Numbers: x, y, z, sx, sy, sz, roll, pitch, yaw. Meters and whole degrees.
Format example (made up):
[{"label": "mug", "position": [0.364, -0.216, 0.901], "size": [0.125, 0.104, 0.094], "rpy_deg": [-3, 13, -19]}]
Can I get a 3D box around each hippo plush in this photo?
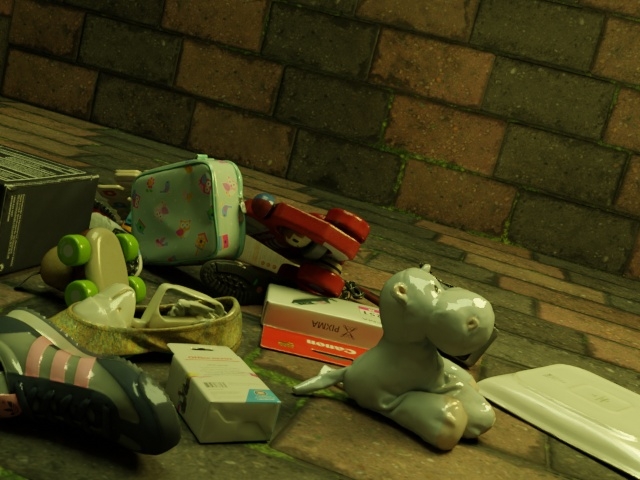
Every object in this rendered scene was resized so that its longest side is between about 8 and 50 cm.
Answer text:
[{"label": "hippo plush", "position": [0.157, 0.158, 1.256], "size": [0.294, 0.236, 0.234], "rpy_deg": [19, 12, 20]}]

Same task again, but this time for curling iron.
[{"label": "curling iron", "position": [0.150, 0.160, 1.773], "size": [0.274, 0.035, 0.068], "rpy_deg": [27, 38, 32]}]

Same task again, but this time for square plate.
[{"label": "square plate", "position": [0.502, 0.308, 1.450], "size": [0.344, 0.049, 0.347], "rpy_deg": [25, 15, 40]}]

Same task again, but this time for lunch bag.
[{"label": "lunch bag", "position": [-0.275, -0.059, 1.660], "size": [0.279, 0.224, 0.108], "rpy_deg": [-6, -6, 37]}]

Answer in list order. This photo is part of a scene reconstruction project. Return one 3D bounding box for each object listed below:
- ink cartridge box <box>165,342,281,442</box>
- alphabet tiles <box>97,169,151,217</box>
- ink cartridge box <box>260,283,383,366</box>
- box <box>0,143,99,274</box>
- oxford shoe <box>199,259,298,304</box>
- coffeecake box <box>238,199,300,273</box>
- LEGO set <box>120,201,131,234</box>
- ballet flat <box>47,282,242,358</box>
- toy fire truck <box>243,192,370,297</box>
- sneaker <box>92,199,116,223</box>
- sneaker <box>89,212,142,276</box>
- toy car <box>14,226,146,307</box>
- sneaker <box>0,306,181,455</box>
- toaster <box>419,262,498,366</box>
[{"label": "ink cartridge box", "position": [-0.143, 0.205, 1.091], "size": [0.104, 0.061, 0.181], "rpy_deg": [8, 13, -31]}, {"label": "alphabet tiles", "position": [-0.375, -0.092, 1.902], "size": [0.278, 0.021, 0.284], "rpy_deg": [0, -25, 13]}, {"label": "ink cartridge box", "position": [0.024, 0.167, 1.508], "size": [0.275, 0.060, 0.239], "rpy_deg": [14, 10, -5]}, {"label": "box", "position": [-0.634, -0.072, 1.508], "size": [0.296, 0.182, 0.294], "rpy_deg": [17, 13, 14]}, {"label": "oxford shoe", "position": [-0.161, 0.085, 1.631], "size": [0.227, 0.082, 0.096], "rpy_deg": [21, 2, -40]}, {"label": "coffeecake box", "position": [-0.119, -0.005, 1.938], "size": [0.185, 0.142, 0.068], "rpy_deg": [19, 11, 18]}, {"label": "LEGO set", "position": [-0.409, -0.043, 1.855], "size": [0.093, 0.087, 0.227], "rpy_deg": [22, -23, -18]}, {"label": "ballet flat", "position": [-0.272, 0.120, 1.214], "size": [0.348, 0.123, 0.123], "rpy_deg": [6, 14, -36]}, {"label": "toy fire truck", "position": [-0.058, -0.009, 1.680], "size": [0.254, 0.169, 0.302], "rpy_deg": [30, -15, -19]}, {"label": "sneaker", "position": [-0.585, -0.069, 1.766], "size": [0.262, 0.104, 0.125], "rpy_deg": [11, 10, -18]}, {"label": "sneaker", "position": [-0.421, 0.017, 1.633], "size": [0.237, 0.085, 0.086], "rpy_deg": [37, -9, 44]}, {"label": "toy car", "position": [-0.427, 0.064, 1.366], "size": [0.188, 0.149, 0.155], "rpy_deg": [-12, -4, 24]}, {"label": "sneaker", "position": [-0.311, 0.185, 0.933], "size": [0.319, 0.112, 0.131], "rpy_deg": [18, 28, 29]}, {"label": "toaster", "position": [0.255, 0.152, 1.619], "size": [0.168, 0.110, 0.185], "rpy_deg": [32, 12, -7]}]
